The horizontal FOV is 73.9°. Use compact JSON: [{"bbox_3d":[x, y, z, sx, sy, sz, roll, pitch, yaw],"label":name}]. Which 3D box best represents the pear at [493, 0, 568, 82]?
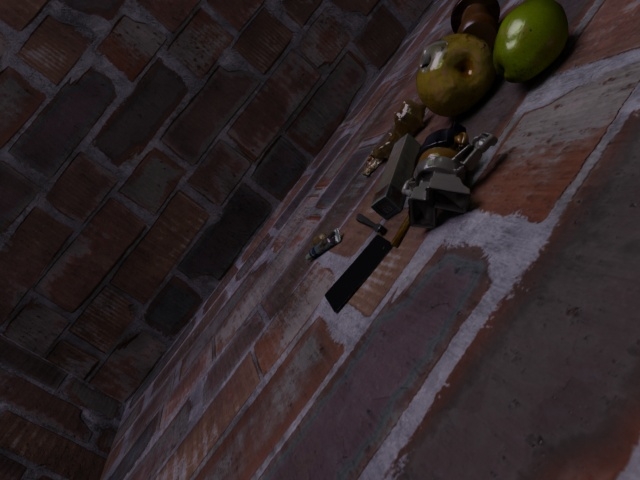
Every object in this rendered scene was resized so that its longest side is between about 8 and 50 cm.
[{"bbox_3d":[0.557,-0.529,1.151,0.220,0.187,0.187,-65,15,4],"label":"pear"}]

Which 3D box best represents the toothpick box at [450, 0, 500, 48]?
[{"bbox_3d":[0.614,-0.851,1.680,0.192,0.192,0.294,-37,28,42],"label":"toothpick box"}]

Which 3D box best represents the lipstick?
[{"bbox_3d":[0.266,-0.230,1.468,0.080,0.076,0.371,-37,22,47],"label":"lipstick"}]

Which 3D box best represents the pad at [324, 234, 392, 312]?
[{"bbox_3d":[0.115,0.097,1.303,0.265,0.009,0.159,-49,16,3],"label":"pad"}]

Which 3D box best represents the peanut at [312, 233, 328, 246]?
[{"bbox_3d":[0.000,0.000,1.755,0.054,0.054,0.113,-59,16,-24],"label":"peanut"}]

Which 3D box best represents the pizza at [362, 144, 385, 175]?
[{"bbox_3d":[0.258,-0.375,1.856,0.195,0.052,0.185,-31,29,50],"label":"pizza"}]

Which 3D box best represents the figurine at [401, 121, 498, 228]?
[{"bbox_3d":[0.319,-0.184,1.110,0.308,0.143,0.308,-28,39,25],"label":"figurine"}]

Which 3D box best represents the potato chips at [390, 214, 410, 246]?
[{"bbox_3d":[0.251,-0.065,1.233,0.204,0.037,0.026,-63,9,-20],"label":"potato chips"}]

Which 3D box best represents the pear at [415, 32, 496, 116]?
[{"bbox_3d":[0.442,-0.541,1.409,0.271,0.271,0.271,-46,17,18],"label":"pear"}]

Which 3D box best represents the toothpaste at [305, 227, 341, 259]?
[{"bbox_3d":[0.009,0.024,1.693,0.216,0.037,0.062,-37,57,41],"label":"toothpaste"}]

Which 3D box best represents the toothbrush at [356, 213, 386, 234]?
[{"bbox_3d":[0.167,-0.060,1.461,0.030,0.030,0.297,-60,14,5],"label":"toothbrush"}]

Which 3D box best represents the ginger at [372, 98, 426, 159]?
[{"bbox_3d":[0.311,-0.444,1.728,0.294,0.131,0.086,-45,-2,31],"label":"ginger"}]
